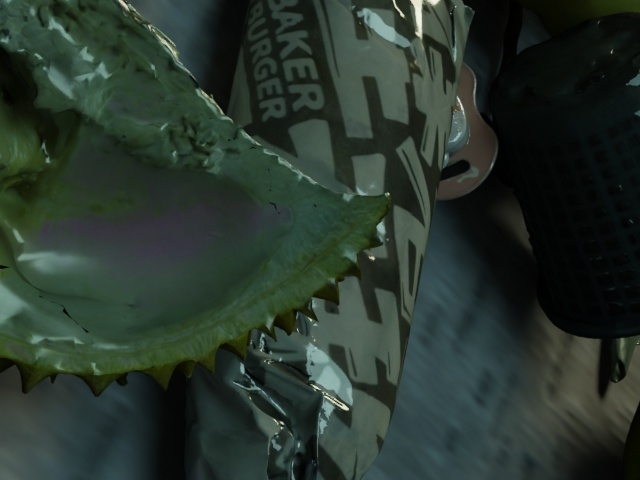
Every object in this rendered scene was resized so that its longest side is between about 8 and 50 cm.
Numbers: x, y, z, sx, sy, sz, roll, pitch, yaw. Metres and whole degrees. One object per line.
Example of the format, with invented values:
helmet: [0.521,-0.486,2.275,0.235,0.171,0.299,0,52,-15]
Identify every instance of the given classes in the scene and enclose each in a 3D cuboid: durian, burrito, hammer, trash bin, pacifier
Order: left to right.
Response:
durian: [-0.133,-0.046,0.836,0.306,0.166,0.172,45,42,-10]
burrito: [0.000,0.000,1.006,0.139,0.101,0.445,26,55,-26]
pacifier: [0.067,-0.067,1.151,0.078,0.081,0.099,46,26,-73]
hammer: [0.136,-0.164,1.292,0.058,0.029,0.292,38,46,-32]
trash bin: [0.192,-0.052,1.157,0.161,0.175,0.175,62,39,-25]

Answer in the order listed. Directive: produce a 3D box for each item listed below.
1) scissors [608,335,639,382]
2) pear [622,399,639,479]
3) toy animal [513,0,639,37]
scissors: [0.257,-0.042,1.359,0.256,0.029,0.383,29,54,-37]
pear: [0.356,0.146,1.194,0.375,0.287,0.287,10,65,-51]
toy animal: [0.208,-0.241,1.240,0.338,0.191,0.216,6,56,-32]
